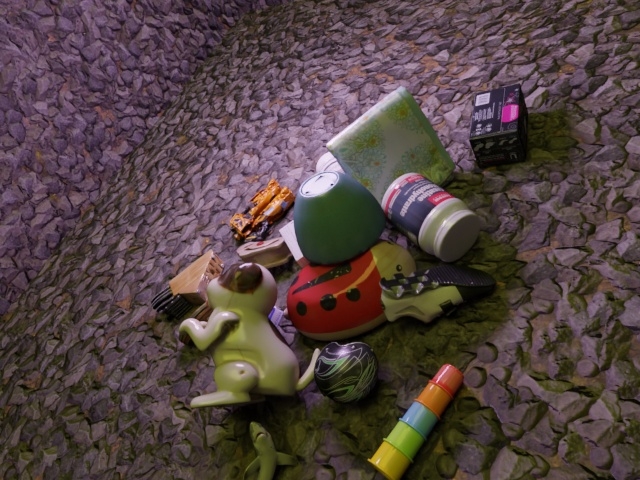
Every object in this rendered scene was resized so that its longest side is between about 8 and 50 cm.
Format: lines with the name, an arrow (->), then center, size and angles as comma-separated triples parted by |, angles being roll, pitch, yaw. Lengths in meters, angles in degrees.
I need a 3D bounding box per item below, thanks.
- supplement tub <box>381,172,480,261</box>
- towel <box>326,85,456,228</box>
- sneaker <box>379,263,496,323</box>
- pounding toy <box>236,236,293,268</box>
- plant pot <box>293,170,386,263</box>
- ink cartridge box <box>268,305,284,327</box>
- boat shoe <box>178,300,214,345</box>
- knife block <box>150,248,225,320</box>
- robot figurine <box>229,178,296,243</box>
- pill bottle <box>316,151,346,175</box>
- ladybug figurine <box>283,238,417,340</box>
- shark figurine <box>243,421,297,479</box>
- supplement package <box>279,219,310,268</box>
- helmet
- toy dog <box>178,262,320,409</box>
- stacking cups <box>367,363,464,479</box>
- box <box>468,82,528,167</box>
supplement tub -> 0.338, -0.074, 1.690 | 0.191, 0.191, 0.272 | -42, 49, -7
towel -> 0.248, -0.269, 1.818 | 0.320, 0.374, 0.090 | -39, 22, -3
sneaker -> 0.333, 0.161, 1.560 | 0.330, 0.146, 0.122 | -6, 26, -2
pounding toy -> -0.218, 0.086, 2.015 | 0.269, 0.155, 0.154 | -16, 16, 8
plant pot -> 0.033, -0.096, 1.661 | 0.290, 0.195, 0.290 | -19, 35, 13
ink cartridge box -> -0.214, 0.295, 1.790 | 0.208, 0.045, 0.206 | 23, 87, 44
boat shoe -> -0.375, 0.268, 1.913 | 0.104, 0.111, 0.307 | 42, 99, 11
knife block -> -0.526, 0.176, 2.119 | 0.242, 0.088, 0.275 | -5, 50, 29
robot figurine -> -0.248, -0.114, 2.205 | 0.291, 0.085, 0.211 | -45, 41, -10
pill bottle -> 0.091, -0.205, 2.008 | 0.161, 0.161, 0.283 | -32, 41, 4
ladybug figurine -> 0.073, 0.139, 1.679 | 0.449, 0.162, 0.305 | -29, 51, 11
shark figurine -> -0.179, 0.639, 1.482 | 0.278, 0.166, 0.116 | -66, 21, -7
supplement package -> 0.000, 0.000, 1.888 | 0.203, 0.149, 0.194 | -36, 41, 1
helmet -> 0.077, 0.362, 1.495 | 0.161, 0.169, 0.169 | -5, 48, 51
toy dog -> -0.218, 0.264, 1.591 | 0.395, 0.284, 0.408 | -13, 73, 13
stacking cups -> 0.245, 0.445, 1.354 | 0.096, 0.096, 0.316 | 24, 68, 44
box -> 0.608, -0.388, 1.852 | 0.163, 0.142, 0.247 | -7, 48, 30
